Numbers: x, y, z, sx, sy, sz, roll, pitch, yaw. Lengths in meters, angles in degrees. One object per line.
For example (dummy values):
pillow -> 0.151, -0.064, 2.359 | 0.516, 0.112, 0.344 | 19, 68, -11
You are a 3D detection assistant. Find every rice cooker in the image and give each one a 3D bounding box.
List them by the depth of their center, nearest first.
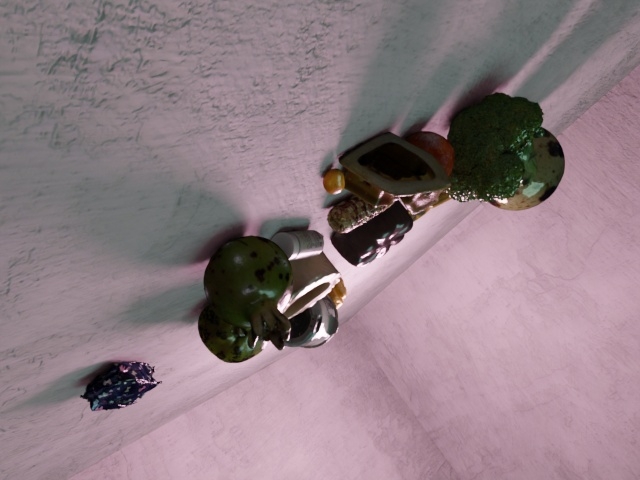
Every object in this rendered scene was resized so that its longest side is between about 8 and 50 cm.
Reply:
rice cooker -> -0.071, 0.326, 1.962 | 0.316, 0.316, 0.265 | 36, 64, -74

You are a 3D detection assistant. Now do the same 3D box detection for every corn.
corn -> 0.144, -0.113, 1.479 | 0.289, 0.098, 0.098 | -31, 164, -31

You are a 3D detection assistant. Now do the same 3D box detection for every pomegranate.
pomegranate -> -0.164, 0.115, 1.135 | 0.242, 0.243, 0.306 | -33, -155, -12
pomegranate -> -0.299, 0.293, 1.495 | 0.276, 0.222, 0.204 | -26, -170, 36

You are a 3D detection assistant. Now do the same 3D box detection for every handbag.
handbag -> -0.616, 0.452, 1.442 | 0.162, 0.113, 0.260 | -40, 164, -4

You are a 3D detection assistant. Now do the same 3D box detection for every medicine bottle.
medicine bottle -> -0.067, 0.013, 1.401 | 0.086, 0.086, 0.183 | -44, 162, 24

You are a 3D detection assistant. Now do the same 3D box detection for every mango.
mango -> 0.037, -0.155, 1.196 | 0.089, 0.059, 0.046 | 113, -7, -57

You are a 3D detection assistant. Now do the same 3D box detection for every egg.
egg -> 0.797, -0.300, 1.866 | 0.427, 0.345, 0.345 | -27, 162, -49

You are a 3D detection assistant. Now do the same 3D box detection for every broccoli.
broccoli -> 0.527, -0.278, 1.443 | 0.310, 0.320, 0.414 | 59, 38, -41

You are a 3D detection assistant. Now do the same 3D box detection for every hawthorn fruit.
hawthorn fruit -> 0.310, -0.236, 1.349 | 0.172, 0.173, 0.173 | -33, 164, -11

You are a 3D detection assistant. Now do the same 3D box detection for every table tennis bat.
table tennis bat -> 0.499, -0.161, 2.194 | 0.320, 0.050, 0.198 | -27, 160, -18

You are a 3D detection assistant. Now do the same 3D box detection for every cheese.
cheese -> -0.102, 0.162, 1.633 | 0.332, 0.153, 0.292 | -43, 163, 15

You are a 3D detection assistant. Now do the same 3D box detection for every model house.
model house -> 0.187, -0.149, 1.258 | 0.173, 0.268, 0.239 | -52, 172, -22

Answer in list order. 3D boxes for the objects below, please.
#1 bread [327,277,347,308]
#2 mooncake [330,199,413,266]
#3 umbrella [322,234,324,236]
bread -> -0.002, 0.280, 2.162 | 0.121, 0.173, 0.311 | 15, 129, -33
mooncake -> 0.196, -0.031, 1.722 | 0.306, 0.154, 0.306 | -35, 162, -13
umbrella -> 0.002, 0.001, 1.638 | 0.083, 0.020, 0.032 | 79, 27, -73
